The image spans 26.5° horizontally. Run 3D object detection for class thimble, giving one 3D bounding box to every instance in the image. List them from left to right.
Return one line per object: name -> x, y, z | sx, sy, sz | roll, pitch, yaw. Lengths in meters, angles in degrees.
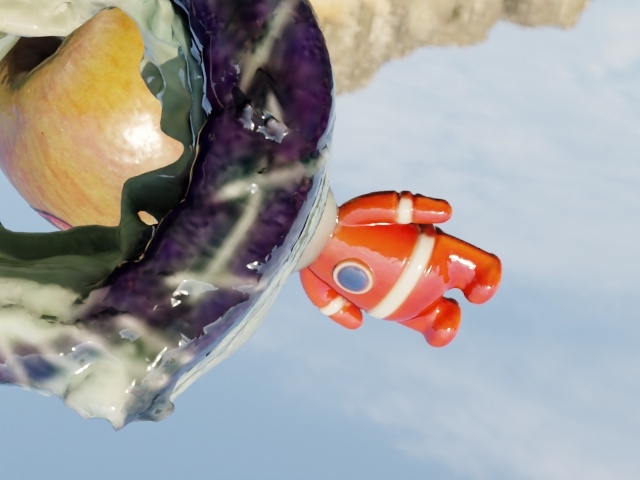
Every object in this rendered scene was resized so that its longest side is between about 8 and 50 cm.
thimble -> -0.101, -0.039, 0.563 | 0.237, 0.237, 0.150 | 14, 176, 6

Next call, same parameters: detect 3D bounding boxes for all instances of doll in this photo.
doll -> 0.000, 0.000, 1.269 | 0.336, 0.200, 0.105 | 24, -136, -15

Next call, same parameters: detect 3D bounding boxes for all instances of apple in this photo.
apple -> -0.140, -0.099, 0.998 | 0.188, 0.211, 0.211 | 41, -177, -33
